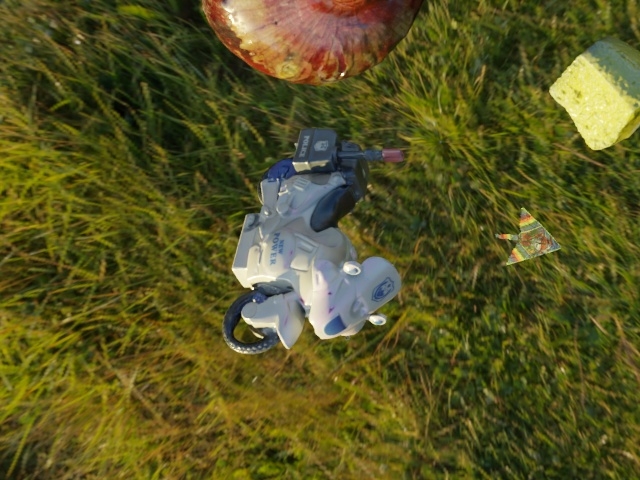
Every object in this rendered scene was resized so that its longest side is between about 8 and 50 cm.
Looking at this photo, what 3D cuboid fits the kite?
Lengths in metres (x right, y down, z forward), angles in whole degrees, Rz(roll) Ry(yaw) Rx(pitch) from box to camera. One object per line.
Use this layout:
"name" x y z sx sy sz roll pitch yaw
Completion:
"kite" 0.280 -0.002 1.276 0.090 0.004 0.122 10 141 13

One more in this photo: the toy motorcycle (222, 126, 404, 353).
"toy motorcycle" 0.000 0.000 0.817 0.150 0.102 0.221 -4 53 21

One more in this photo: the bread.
"bread" 0.368 -0.190 1.193 0.111 0.129 0.114 -37 81 -32

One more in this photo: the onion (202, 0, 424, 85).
"onion" 0.000 -0.271 0.924 0.246 0.190 0.246 -12 120 -22
